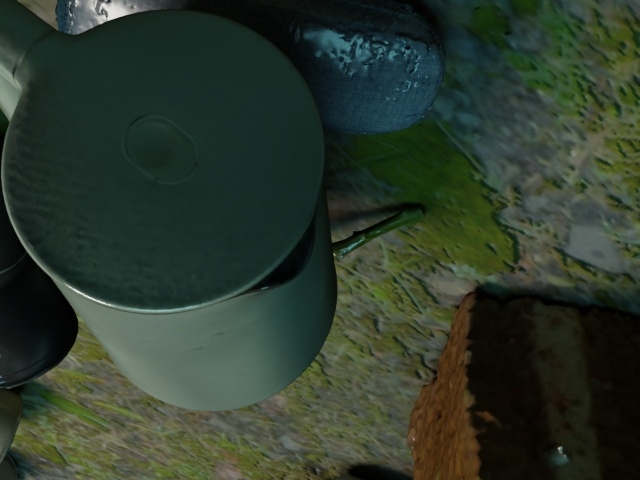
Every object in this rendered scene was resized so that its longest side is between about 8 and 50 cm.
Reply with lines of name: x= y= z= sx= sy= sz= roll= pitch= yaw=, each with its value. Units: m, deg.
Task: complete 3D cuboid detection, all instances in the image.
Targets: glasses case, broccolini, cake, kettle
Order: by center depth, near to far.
kettle: x=-0.103 y=-0.029 z=0.841 sx=0.205 sy=0.265 sz=0.318 roll=-20 pitch=164 yaw=-4
glasses case: x=-0.050 y=-0.142 z=0.843 sx=0.282 sy=0.067 sz=0.109 roll=13 pitch=140 yaw=-2
broccolini: x=-0.002 y=0.006 z=1.028 sx=0.194 sy=0.052 sz=0.054 roll=-7 pitch=142 yaw=19
cake: x=0.238 y=0.223 z=1.090 sx=0.290 sy=0.256 sz=0.282 roll=7 pitch=140 yaw=-4

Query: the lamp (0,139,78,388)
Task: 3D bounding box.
lamp: x=-0.292 y=0.000 z=1.017 sx=0.171 sy=0.147 sz=0.228 roll=0 pitch=127 yaw=1

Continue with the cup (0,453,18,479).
cup: x=-0.435 y=0.303 z=1.477 sx=0.116 sy=0.074 sz=0.104 roll=-7 pitch=167 yaw=25

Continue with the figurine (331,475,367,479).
figurine: x=-0.025 y=0.420 z=1.479 sx=0.218 sy=0.206 sz=0.365 roll=51 pitch=155 yaw=-11

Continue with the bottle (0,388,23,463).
bottle: x=-0.453 y=0.176 z=1.283 sx=0.233 sy=0.110 sz=0.110 roll=26 pitch=138 yaw=-21
